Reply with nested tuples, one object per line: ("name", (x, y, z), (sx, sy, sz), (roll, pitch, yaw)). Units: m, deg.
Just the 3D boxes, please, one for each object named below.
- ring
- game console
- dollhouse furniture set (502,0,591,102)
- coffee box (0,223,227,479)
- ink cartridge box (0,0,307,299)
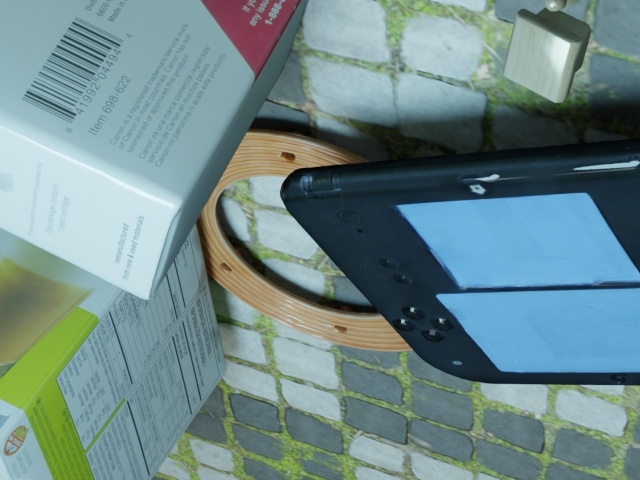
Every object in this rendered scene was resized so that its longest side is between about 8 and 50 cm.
("ring", (0.000, 0.000, 1.483), (0.336, 0.032, 0.336), (18, 147, 12))
("game console", (0.201, 0.031, 1.269), (0.386, 0.060, 0.342), (-4, 150, 34))
("dollhouse furniture set", (0.012, -0.256, 0.832), (0.303, 0.174, 0.355), (30, 137, 25))
("coffee box", (-0.335, 0.102, 1.556), (0.337, 0.334, 0.338), (23, 148, 20))
("ink cartridge box", (-0.234, -0.174, 1.165), (0.384, 0.279, 0.160), (27, 149, 0))
